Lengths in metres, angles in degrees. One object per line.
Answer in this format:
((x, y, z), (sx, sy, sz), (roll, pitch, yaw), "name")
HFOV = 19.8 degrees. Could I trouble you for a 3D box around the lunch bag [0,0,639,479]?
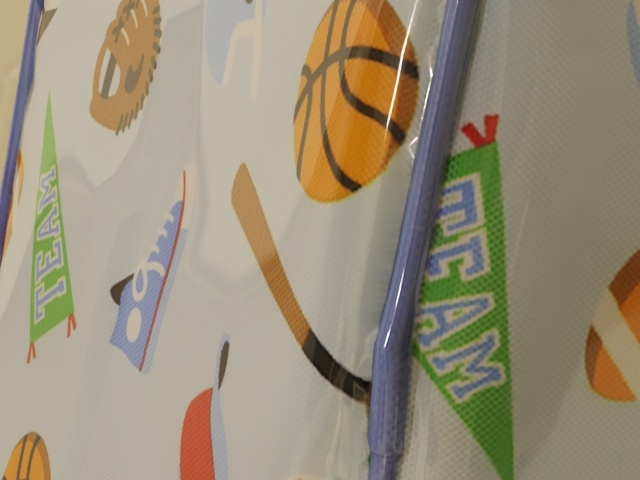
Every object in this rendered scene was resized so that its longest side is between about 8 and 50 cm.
((0.000, 0.000, 0.432), (0.243, 0.115, 0.303), (23, 102, 58), "lunch bag")
